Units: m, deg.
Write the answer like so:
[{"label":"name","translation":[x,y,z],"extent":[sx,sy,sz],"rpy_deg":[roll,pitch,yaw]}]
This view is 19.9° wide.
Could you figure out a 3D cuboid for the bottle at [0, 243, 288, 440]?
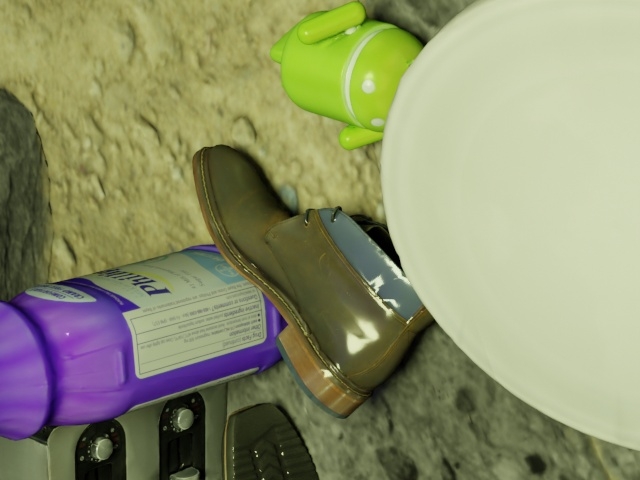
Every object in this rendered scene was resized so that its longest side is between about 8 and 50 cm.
[{"label":"bottle","translation":[-0.152,0.070,1.216],"extent":[0.118,0.283,0.092],"rpy_deg":[9,108,46]}]

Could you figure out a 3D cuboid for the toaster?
[{"label":"toaster","translation":[-0.186,0.144,1.356],"extent":[0.186,0.168,0.110],"rpy_deg":[13,111,43]}]

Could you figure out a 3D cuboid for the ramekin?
[{"label":"ramekin","translation":[0.177,-0.033,0.899],"extent":[0.273,0.127,0.273],"rpy_deg":[17,130,21]}]

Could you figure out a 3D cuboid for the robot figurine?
[{"label":"robot figurine","translation":[0.022,-0.106,1.142],"extent":[0.115,0.067,0.101],"rpy_deg":[21,143,41]}]

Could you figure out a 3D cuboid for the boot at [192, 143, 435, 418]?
[{"label":"boot","translation":[0.000,0.000,1.210],"extent":[0.106,0.082,0.219],"rpy_deg":[-41,65,21]}]

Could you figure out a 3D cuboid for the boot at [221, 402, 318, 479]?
[{"label":"boot","translation":[-0.061,0.219,1.320],"extent":[0.137,0.077,0.198],"rpy_deg":[-10,92,52]}]
